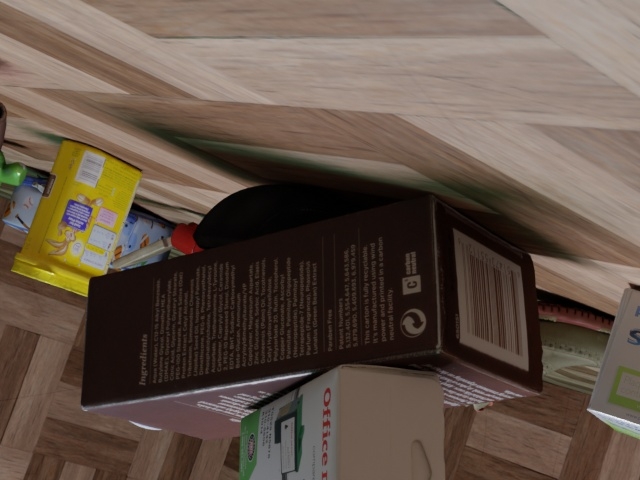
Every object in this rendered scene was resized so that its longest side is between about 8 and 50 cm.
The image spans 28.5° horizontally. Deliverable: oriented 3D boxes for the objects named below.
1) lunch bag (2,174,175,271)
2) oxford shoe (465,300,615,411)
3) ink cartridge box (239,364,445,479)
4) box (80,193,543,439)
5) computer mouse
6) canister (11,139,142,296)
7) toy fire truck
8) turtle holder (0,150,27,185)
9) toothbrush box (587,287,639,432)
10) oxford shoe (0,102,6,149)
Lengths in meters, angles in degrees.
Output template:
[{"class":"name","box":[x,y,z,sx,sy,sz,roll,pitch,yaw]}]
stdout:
[{"class":"lunch bag","box":[-0.404,-0.028,2.200,0.243,0.115,0.303,20,176,19]},{"class":"oxford shoe","box":[0.200,0.127,1.403,0.348,0.130,0.123,8,175,-9]},{"class":"ink cartridge box","box":[0.011,0.203,1.034,0.092,0.160,0.219,9,158,-22]},{"class":"box","box":[-0.013,0.084,1.139,0.381,0.143,0.191,-14,156,31]},{"class":"computer mouse","box":[0.004,-0.010,1.234,0.272,0.072,0.188,9,176,-32]},{"class":"canister","box":[-0.292,-0.024,1.534,0.073,0.170,0.126,16,173,31]},{"class":"toy fire truck","box":[-0.166,0.036,1.929,0.246,0.158,0.217,30,180,24]},{"class":"turtle holder","box":[-0.560,-0.086,1.771,0.227,0.243,0.320,34,-145,0]},{"class":"toothbrush box","box":[0.380,0.148,1.190,0.206,0.122,0.283,17,173,20]},{"class":"oxford shoe","box":[-0.436,-0.169,1.082,0.363,0.130,0.132,28,139,-19]}]
